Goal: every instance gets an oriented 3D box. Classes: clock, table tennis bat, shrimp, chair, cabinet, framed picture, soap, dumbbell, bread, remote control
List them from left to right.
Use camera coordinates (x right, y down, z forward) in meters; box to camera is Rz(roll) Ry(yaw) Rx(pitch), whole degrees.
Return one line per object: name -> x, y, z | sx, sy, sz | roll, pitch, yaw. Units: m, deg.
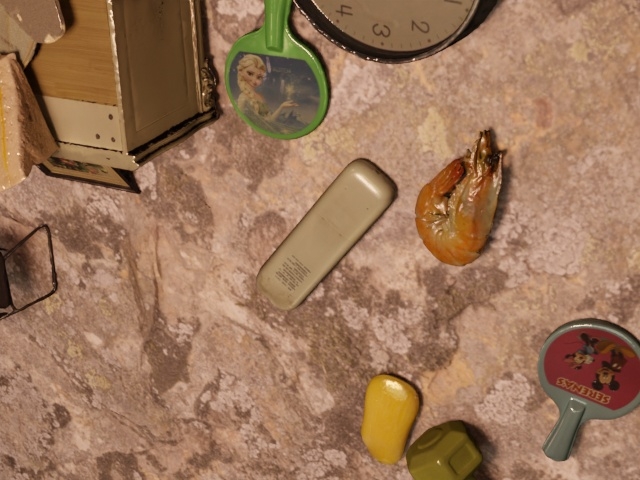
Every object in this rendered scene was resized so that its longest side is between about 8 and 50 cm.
chair -> -0.585, 0.068, 1.761 | 0.140, 0.221, 0.145 | 12, 122, 23
bread -> -0.417, -0.154, 1.323 | 0.077, 0.105, 0.152 | -11, 116, 25
framed picture -> -0.406, -0.137, 1.616 | 0.200, 0.010, 0.195 | 12, 159, 24
cabinet -> -0.323, -0.301, 1.411 | 0.290, 0.227, 0.317 | 11, 119, 24
table tennis bat -> -0.061, -0.255, 1.411 | 0.161, 0.039, 0.257 | 15, 125, 18
remote control -> 0.000, -0.001, 1.518 | 0.090, 0.038, 0.309 | 42, 128, 3
clock -> 0.076, -0.362, 1.232 | 0.313, 0.061, 0.312 | 20, 130, 25
soap -> 0.105, 0.283, 1.625 | 0.089, 0.033, 0.168 | 25, 126, 17
shrimp -> 0.187, -0.056, 1.379 | 0.115, 0.051, 0.217 | 26, 129, 16
dumbbell -> 0.252, 0.421, 1.577 | 0.302, 0.121, 0.108 | 54, 156, -9
table tennis bat -> 0.371, 0.217, 1.444 | 0.153, 0.040, 0.244 | 24, 121, 14

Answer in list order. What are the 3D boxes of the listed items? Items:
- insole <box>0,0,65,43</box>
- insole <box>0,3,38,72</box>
insole -> -0.395, -0.355, 1.264 | 0.081, 0.011, 0.247 | -26, 98, 33
insole -> -0.381, -0.345, 1.274 | 0.119, 0.009, 0.348 | 34, 125, 9
